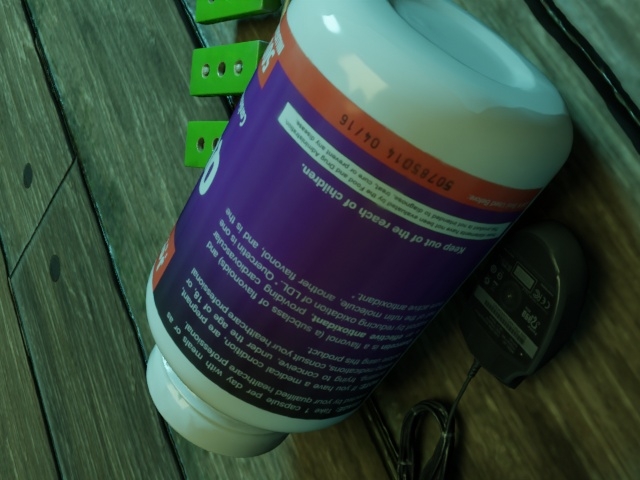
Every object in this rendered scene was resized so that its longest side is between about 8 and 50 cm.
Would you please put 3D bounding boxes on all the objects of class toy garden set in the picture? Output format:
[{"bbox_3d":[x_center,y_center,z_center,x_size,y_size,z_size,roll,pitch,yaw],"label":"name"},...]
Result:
[{"bbox_3d":[-0.035,-0.179,0.644,0.203,0.049,0.244,10,96,49],"label":"toy garden set"}]

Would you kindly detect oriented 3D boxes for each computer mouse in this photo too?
[{"bbox_3d":[0.109,0.091,0.493,0.071,0.041,0.242,56,135,43],"label":"computer mouse"}]

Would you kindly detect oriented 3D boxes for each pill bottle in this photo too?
[{"bbox_3d":[0.000,0.000,0.500,0.323,0.181,0.181,-56,52,30],"label":"pill bottle"}]
